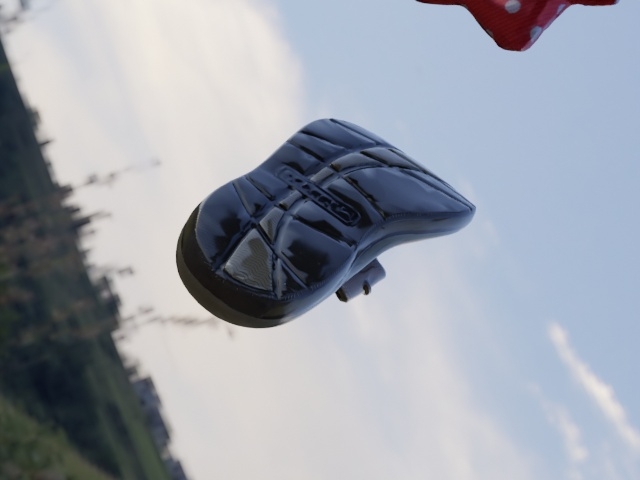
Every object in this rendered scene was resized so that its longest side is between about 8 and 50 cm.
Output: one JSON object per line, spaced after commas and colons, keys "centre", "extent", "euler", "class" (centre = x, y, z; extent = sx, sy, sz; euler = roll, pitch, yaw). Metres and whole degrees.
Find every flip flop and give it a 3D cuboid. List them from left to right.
{"centre": [0.000, 0.000, 1.036], "extent": [0.112, 0.277, 0.080], "euler": [35, -59, 14], "class": "flip flop"}

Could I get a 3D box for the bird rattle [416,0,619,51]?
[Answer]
{"centre": [0.123, -0.171, 0.965], "extent": [0.207, 0.253, 0.143], "euler": [5, -60, 50], "class": "bird rattle"}
